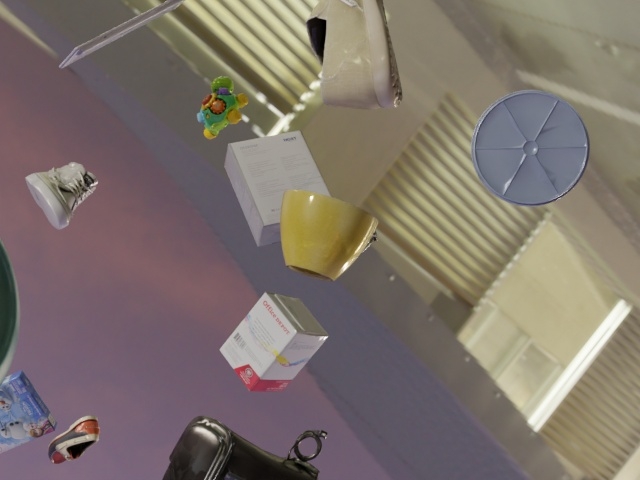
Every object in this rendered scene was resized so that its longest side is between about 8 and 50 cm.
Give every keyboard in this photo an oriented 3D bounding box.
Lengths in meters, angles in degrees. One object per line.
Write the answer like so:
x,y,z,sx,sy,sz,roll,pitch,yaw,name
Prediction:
-0.297,-0.334,1.397,0.072,0.256,0.014,-14,111,49,keyboard

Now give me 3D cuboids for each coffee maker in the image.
-0.099,0.296,1.155,0.120,0.171,0.178,-13,141,37,coffee maker

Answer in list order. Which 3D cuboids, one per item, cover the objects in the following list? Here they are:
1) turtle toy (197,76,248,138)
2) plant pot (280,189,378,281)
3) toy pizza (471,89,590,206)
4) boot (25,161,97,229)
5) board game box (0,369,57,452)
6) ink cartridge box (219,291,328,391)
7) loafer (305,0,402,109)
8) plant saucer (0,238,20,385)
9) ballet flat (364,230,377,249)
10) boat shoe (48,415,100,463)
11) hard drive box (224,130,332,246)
-0.192,-0.260,1.713,0.066,0.095,0.130,41,-138,-27,turtle toy
0.000,0.000,1.205,0.134,0.095,0.134,17,171,3,plant pot
0.362,-0.159,1.549,0.201,0.201,0.032,39,-176,4,toy pizza
-0.507,-0.104,1.794,0.258,0.123,0.095,34,146,57,boot
-0.400,0.221,1.146,0.020,0.090,0.090,-99,-16,-68,board game box
-0.099,0.220,1.935,0.127,0.176,0.128,14,-150,-54,ink cartridge box
0.029,-0.249,1.010,0.102,0.092,0.268,73,-172,-47,loafer
-0.428,0.050,0.940,0.317,0.044,0.317,46,-145,-46,plant saucer
0.049,0.005,1.425,0.114,0.041,0.041,-23,-131,-37,ballet flat
-0.405,0.337,1.470,0.049,0.137,0.043,14,-135,-43,boat shoe
-0.092,-0.121,2.012,0.089,0.181,0.232,110,142,-56,hard drive box
